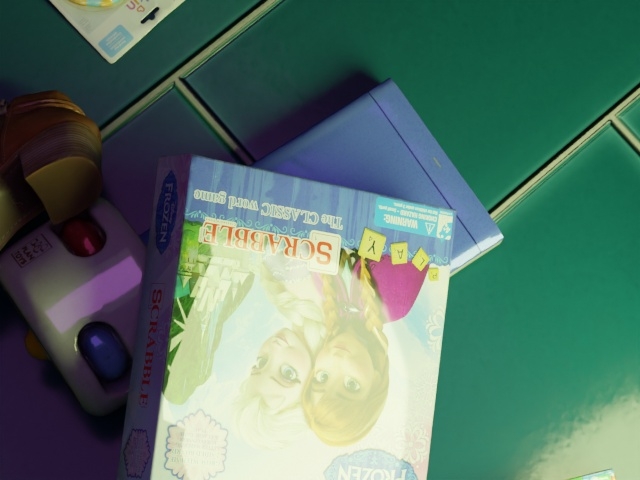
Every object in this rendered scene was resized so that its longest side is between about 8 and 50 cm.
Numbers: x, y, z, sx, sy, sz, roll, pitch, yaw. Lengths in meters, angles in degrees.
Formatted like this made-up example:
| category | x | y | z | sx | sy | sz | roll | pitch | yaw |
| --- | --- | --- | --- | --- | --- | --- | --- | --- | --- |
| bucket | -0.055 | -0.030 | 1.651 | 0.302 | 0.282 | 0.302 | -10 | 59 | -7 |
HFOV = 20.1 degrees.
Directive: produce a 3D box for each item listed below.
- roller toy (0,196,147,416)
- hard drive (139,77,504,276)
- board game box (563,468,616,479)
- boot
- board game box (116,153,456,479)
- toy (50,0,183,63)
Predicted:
| category | x | y | z | sx | sy | sz | roll | pitch | yaw |
| --- | --- | --- | --- | --- | --- | --- | --- | --- | --- |
| roller toy | -0.225 | 0.066 | 1.760 | 0.146 | 0.191 | 0.209 | -33 | 81 | -10 |
| hard drive | 0.000 | 0.000 | 1.870 | 0.318 | 0.040 | 0.210 | -33 | 81 | -11 |
| board game box | 0.228 | 0.316 | 1.805 | 0.170 | 0.048 | 0.141 | -12 | 79 | -7 |
| boot | -0.352 | -0.061 | 1.776 | 0.283 | 0.220 | 0.109 | -27 | 118 | -2 |
| board game box | -0.025 | 0.101 | 1.725 | 0.318 | 0.066 | 0.318 | 10 | 84 | -34 |
| toy | -0.255 | -0.321 | 1.925 | 0.137 | 0.056 | 0.237 | -43 | 83 | -11 |
